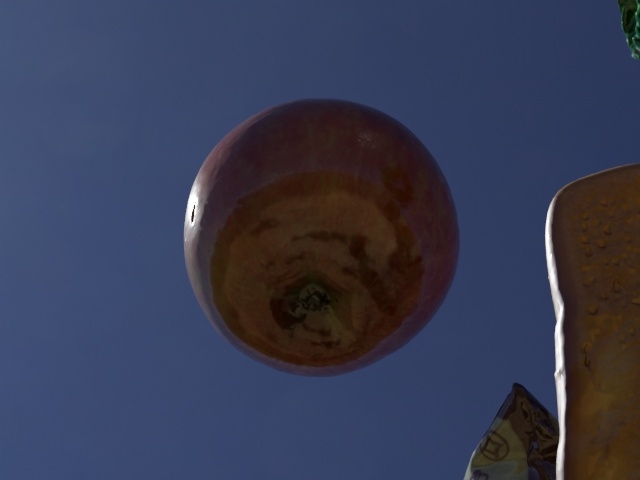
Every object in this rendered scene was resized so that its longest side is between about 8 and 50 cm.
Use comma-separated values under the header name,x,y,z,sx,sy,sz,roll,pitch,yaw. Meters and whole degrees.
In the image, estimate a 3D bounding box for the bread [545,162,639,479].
name,x,y,z,sx,sy,sz,roll,pitch,yaw
bread,0.164,0.056,0.679,0.116,0.200,0.077,-13,-36,24

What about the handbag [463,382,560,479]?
name,x,y,z,sx,sy,sz,roll,pitch,yaw
handbag,0.122,0.217,0.856,0.127,0.235,0.213,-3,-25,2

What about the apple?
name,x,y,z,sx,sy,sz,roll,pitch,yaw
apple,0.000,0.000,1.065,0.188,0.174,0.188,2,-58,3

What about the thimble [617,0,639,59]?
name,x,y,z,sx,sy,sz,roll,pitch,yaw
thimble,0.240,-0.175,1.004,0.090,0.118,0.130,-3,-72,2
